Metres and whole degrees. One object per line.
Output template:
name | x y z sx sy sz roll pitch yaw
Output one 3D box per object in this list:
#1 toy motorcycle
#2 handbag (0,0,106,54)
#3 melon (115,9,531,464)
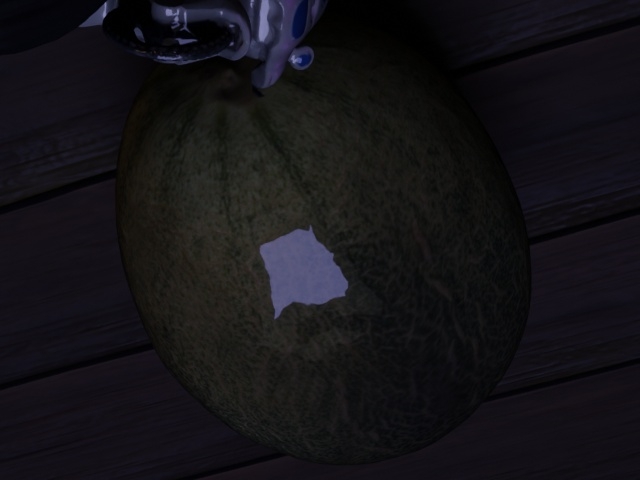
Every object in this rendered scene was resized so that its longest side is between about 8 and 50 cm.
toy motorcycle | -0.078 -0.148 0.896 0.150 0.221 0.102 -13 126 -29
handbag | -0.101 -0.234 0.719 0.178 0.275 0.302 10 140 -5
melon | 0.000 0.000 1.057 0.249 0.248 0.329 -16 135 11
